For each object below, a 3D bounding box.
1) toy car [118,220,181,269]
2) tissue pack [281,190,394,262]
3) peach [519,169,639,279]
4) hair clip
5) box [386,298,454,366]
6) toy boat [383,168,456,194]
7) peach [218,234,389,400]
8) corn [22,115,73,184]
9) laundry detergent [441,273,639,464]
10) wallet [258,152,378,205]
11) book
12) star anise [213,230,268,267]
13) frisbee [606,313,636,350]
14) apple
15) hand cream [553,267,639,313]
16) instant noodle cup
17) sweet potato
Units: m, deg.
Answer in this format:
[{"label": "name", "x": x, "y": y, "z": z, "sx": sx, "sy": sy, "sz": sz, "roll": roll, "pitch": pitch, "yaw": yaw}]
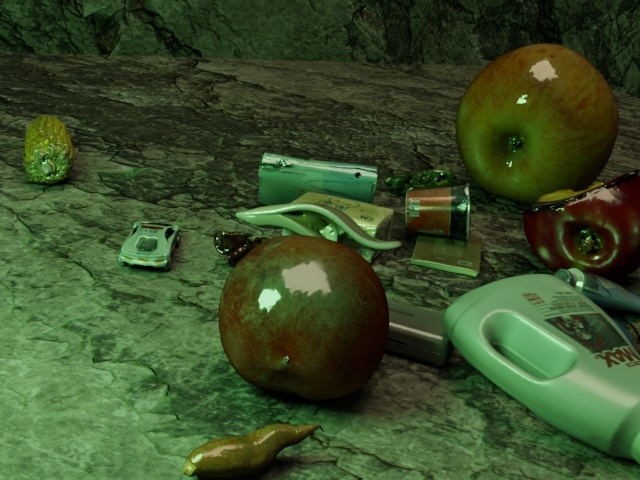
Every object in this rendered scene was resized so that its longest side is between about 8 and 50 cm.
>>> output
[{"label": "toy car", "x": -0.316, "y": 0.001, "z": 1.731, "sx": 0.095, "sy": 0.056, "sz": 0.205, "roll": 5, "pitch": 23, "yaw": -2}, {"label": "tissue pack", "x": 0.037, "y": -0.031, "z": 1.881, "sx": 0.196, "sy": 0.092, "sz": 0.148, "roll": 14, "pitch": 21, "yaw": 15}, {"label": "peach", "x": 0.562, "y": -0.018, "z": 1.907, "sx": 0.257, "sy": 0.201, "sz": 0.361, "roll": -18, "pitch": 1, "yaw": 17}, {"label": "hair clip", "x": 0.004, "y": -0.019, "z": 1.728, "sx": 0.282, "sy": 0.113, "sz": 0.172, "roll": 32, "pitch": 7, "yaw": 10}, {"label": "box", "x": 0.104, "y": 0.137, "z": 1.542, "sx": 0.243, "sy": 0.055, "sz": 0.103, "roll": 15, "pitch": 23, "yaw": 17}, {"label": "toy boat", "x": 0.251, "y": -0.143, "z": 2.285, "sx": 0.210, "sy": 0.052, "sz": 0.104, "roll": -12, "pitch": 27, "yaw": -38}, {"label": "peach", "x": -0.025, "y": 0.112, "z": 1.332, "sx": 0.252, "sy": 0.252, "sz": 0.252, "roll": 7, "pitch": 22, "yaw": -3}, {"label": "corn", "x": -0.609, "y": -0.210, "z": 2.083, "sx": 0.115, "sy": 0.115, "sz": 0.318, "roll": 0, "pitch": 24, "yaw": -18}, {"label": "laundry detergent", "x": 0.382, "y": 0.205, "z": 1.364, "sx": 0.264, "sy": 0.125, "sz": 0.398, "roll": -4, "pitch": 32, "yaw": -30}, {"label": "wallet", "x": -0.008, "y": -0.119, "z": 2.001, "sx": 0.250, "sy": 0.075, "sz": 0.176, "roll": 8, "pitch": -21, "yaw": -1}, {"label": "book", "x": 0.266, "y": 0.021, "z": 1.934, "sx": 0.138, "sy": 0.016, "sz": 0.199, "roll": 11, "pitch": 22, "yaw": 8}, {"label": "star anise", "x": -0.118, "y": 0.030, "z": 1.690, "sx": 0.177, "sy": 0.073, "sz": 0.234, "roll": 16, "pitch": 5, "yaw": -1}, {"label": "frisbee", "x": 0.415, "y": 0.141, "z": 1.645, "sx": 0.289, "sy": 0.049, "sz": 0.289, "roll": 7, "pitch": 22, "yaw": -3}, {"label": "apple", "x": 0.518, "y": -0.269, "z": 2.271, "sx": 0.400, "sy": 0.400, "sz": 0.333, "roll": 23, "pitch": 51, "yaw": 33}, {"label": "hand cream", "x": 0.541, "y": 0.101, "z": 1.736, "sx": 0.271, "sy": 0.058, "sz": 0.091, "roll": 16, "pitch": 13, "yaw": -31}, {"label": "instant noodle cup", "x": 0.247, "y": -0.060, "z": 1.964, "sx": 0.135, "sy": 0.127, "sz": 0.127, "roll": 1, "pitch": 21, "yaw": 6}, {"label": "sweet potato", "x": -0.081, "y": 0.262, "z": 1.165, "sx": 0.194, "sy": 0.056, "sz": 0.056, "roll": -14, "pitch": 30, "yaw": -26}]
